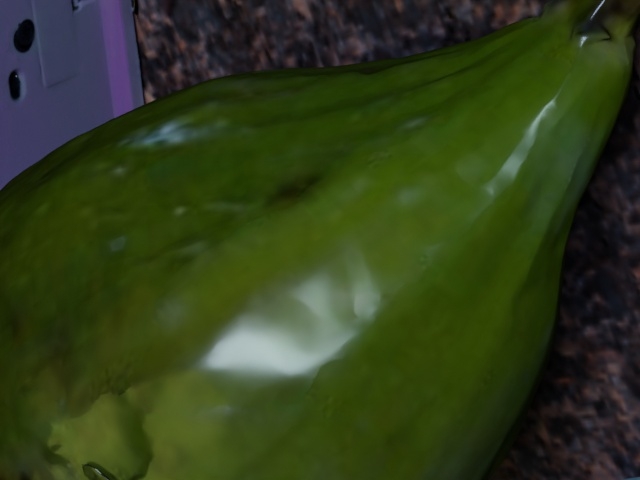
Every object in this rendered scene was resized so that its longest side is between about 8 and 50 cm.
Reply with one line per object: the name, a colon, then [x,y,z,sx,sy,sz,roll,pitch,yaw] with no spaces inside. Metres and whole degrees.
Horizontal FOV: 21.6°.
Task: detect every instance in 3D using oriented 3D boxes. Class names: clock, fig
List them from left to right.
clock: [-0.155,-0.105,0.753,0.063,0.150,0.197,13,119,34]
fig: [-0.017,0.024,0.640,0.233,0.233,0.314,54,141,6]

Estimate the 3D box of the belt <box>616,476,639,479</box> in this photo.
belt: [0.142,0.225,0.655,0.207,0.150,0.258,-25,95,38]
